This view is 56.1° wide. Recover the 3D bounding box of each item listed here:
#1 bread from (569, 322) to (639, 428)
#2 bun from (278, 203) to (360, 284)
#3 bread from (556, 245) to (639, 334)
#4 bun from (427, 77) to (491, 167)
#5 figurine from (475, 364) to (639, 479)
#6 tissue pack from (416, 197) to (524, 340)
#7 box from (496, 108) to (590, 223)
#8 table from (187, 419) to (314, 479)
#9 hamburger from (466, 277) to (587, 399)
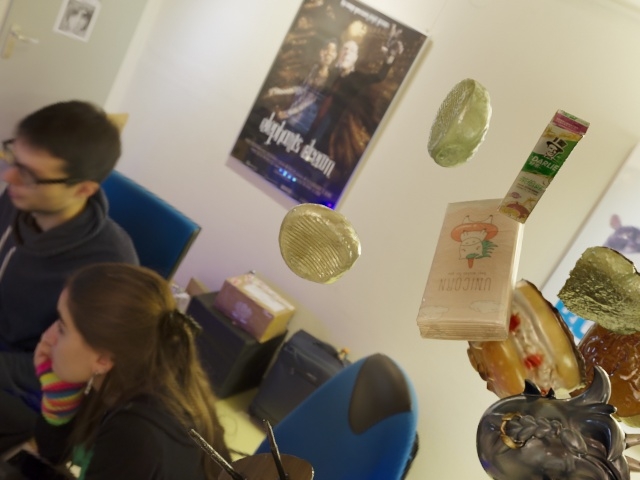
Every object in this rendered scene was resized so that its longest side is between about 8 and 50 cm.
[{"bbox_3d":[0.742,0.321,1.475,0.148,0.270,0.270,40,8,-32],"label":"bread"},{"bbox_3d":[0.000,0.000,1.572,0.231,0.231,0.133,30,34,5],"label":"bun"},{"bbox_3d":[0.595,0.120,1.217,0.207,0.056,0.287,33,-17,26],"label":"bread"},{"bbox_3d":[0.335,-0.268,1.411,0.108,0.221,0.221,25,16,-7],"label":"bun"},{"bbox_3d":[0.373,0.317,0.940,0.197,0.265,0.175,46,37,-5],"label":"figurine"},{"bbox_3d":[0.307,0.050,1.203,0.170,0.326,0.071,-1,-44,29],"label":"tissue pack"},{"bbox_3d":[0.325,-0.104,0.890,0.049,0.207,0.041,30,58,12],"label":"box"},{"bbox_3d":[-0.236,0.641,1.656,0.249,0.317,0.317,63,-6,-34],"label":"table"},{"bbox_3d":[0.423,0.250,1.289,0.303,0.186,0.261,63,-2,20],"label":"hamburger"}]
